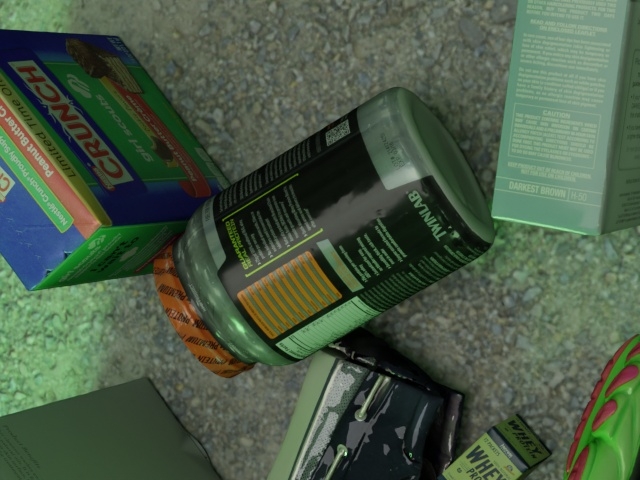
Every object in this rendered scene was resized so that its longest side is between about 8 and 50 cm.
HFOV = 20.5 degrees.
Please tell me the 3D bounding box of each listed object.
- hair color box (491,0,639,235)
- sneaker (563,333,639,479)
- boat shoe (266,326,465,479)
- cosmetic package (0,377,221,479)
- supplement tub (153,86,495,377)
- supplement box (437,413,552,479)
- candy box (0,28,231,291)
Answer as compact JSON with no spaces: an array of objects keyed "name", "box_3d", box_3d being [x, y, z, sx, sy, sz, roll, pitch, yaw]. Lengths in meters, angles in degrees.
[{"name":"hair color box","box_3d":[0.265,-0.202,1.658,0.113,0.185,0.375,11,99,26]},{"name":"sneaker","box_3d":[0.294,0.320,1.647,0.202,0.185,0.483,24,84,1]},{"name":"boat shoe","box_3d":[0.034,0.273,1.854,0.158,0.127,0.341,23,104,31]},{"name":"cosmetic package","box_3d":[-0.267,0.293,1.865,0.156,0.385,0.217,-44,73,22]},{"name":"supplement tub","box_3d":[0.000,0.000,1.790,0.316,0.193,0.194,-30,81,16]},{"name":"supplement box","box_3d":[0.179,0.230,1.805,0.083,0.083,0.056,-46,76,21]},{"name":"candy box","box_3d":[-0.258,-0.091,1.862,0.122,0.317,0.268,-44,76,23]}]
